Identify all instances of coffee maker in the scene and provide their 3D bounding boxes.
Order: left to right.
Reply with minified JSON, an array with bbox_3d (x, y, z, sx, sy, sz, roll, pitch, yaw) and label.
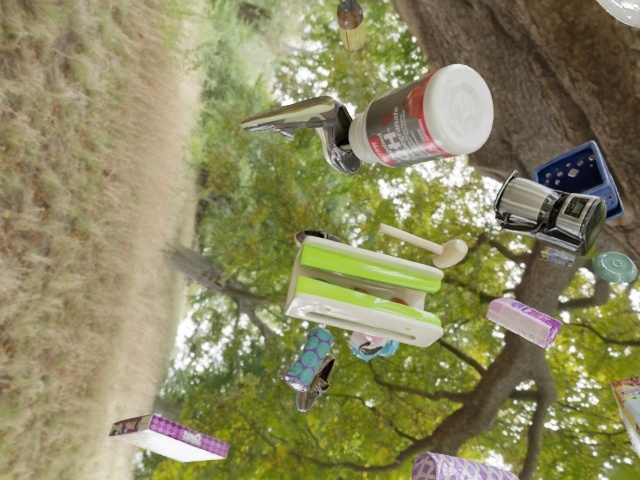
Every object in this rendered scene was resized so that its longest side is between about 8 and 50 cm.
[{"bbox_3d":[0.461,-0.052,0.918,0.178,0.171,0.120,29,-76,39],"label":"coffee maker"}]

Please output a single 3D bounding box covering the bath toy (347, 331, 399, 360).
[{"bbox_3d":[0.161,0.205,1.119,0.151,0.129,0.348,-55,167,-22],"label":"bath toy"}]

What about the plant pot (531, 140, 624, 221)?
[{"bbox_3d":[0.936,-0.172,1.663,0.236,0.212,0.236,-29,-143,38],"label":"plant pot"}]

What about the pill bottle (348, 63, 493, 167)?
[{"bbox_3d":[0.203,-0.258,1.028,0.318,0.176,0.176,1,-119,60],"label":"pill bottle"}]

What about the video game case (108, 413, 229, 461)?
[{"bbox_3d":[-0.386,0.509,1.175,0.210,0.232,0.042,-25,-140,37],"label":"video game case"}]

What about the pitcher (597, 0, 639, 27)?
[{"bbox_3d":[0.484,-0.409,0.681,0.178,0.207,0.126,148,-41,-85],"label":"pitcher"}]

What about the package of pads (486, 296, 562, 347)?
[{"bbox_3d":[0.268,0.105,0.609,0.083,0.050,0.032,29,-66,39],"label":"package of pads"}]

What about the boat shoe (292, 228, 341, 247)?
[{"bbox_3d":[0.000,0.000,1.223,0.049,0.152,0.056,-32,-117,45],"label":"boat shoe"}]

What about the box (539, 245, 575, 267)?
[{"bbox_3d":[0.758,0.052,1.470,0.137,0.093,0.027,-11,119,-57],"label":"box"}]

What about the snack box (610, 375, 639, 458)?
[{"bbox_3d":[0.652,0.396,0.882,0.070,0.175,0.207,-22,-165,19],"label":"snack box"}]

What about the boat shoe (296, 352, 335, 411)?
[{"bbox_3d":[-0.011,0.415,1.348,0.066,0.066,0.183,3,-116,46],"label":"boat shoe"}]

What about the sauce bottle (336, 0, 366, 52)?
[{"bbox_3d":[0.047,-0.335,0.697,0.042,0.042,0.128,-61,170,-3],"label":"sauce bottle"}]

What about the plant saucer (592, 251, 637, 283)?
[{"bbox_3d":[0.874,0.074,1.365,0.021,0.119,0.119,79,24,-49],"label":"plant saucer"}]

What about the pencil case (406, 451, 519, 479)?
[{"bbox_3d":[0.268,0.448,0.839,0.086,0.206,0.088,-82,-161,-46],"label":"pencil case"}]

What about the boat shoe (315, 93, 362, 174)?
[{"bbox_3d":[0.062,-0.277,1.276,0.092,0.285,0.103,32,-108,37],"label":"boat shoe"}]

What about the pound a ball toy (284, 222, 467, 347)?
[{"bbox_3d":[0.108,0.076,0.876,0.136,0.319,0.208,118,-16,-58],"label":"pound a ball toy"}]

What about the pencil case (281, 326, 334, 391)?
[{"bbox_3d":[-0.029,0.289,1.128,0.152,0.070,0.064,-58,168,-32],"label":"pencil case"}]

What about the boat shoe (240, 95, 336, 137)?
[{"bbox_3d":[-0.072,-0.269,1.052,0.223,0.073,0.080,-11,-151,12],"label":"boat shoe"}]
